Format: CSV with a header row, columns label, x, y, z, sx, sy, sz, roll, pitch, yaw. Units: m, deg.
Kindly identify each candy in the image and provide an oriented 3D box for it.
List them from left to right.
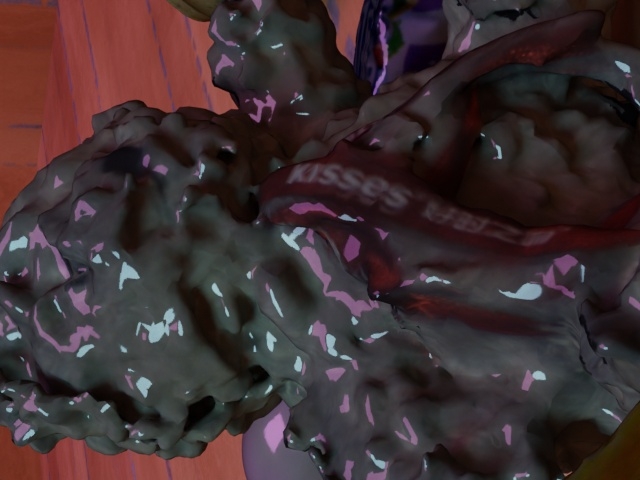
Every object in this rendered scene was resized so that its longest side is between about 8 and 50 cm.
label,x,y,z,sx,sy,sz,roll,pitch,yaw
candy,0.060,-0.130,0.819,0.145,0.070,0.275,-113,28,-64

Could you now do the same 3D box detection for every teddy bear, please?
label,x,y,z,sx,sy,sz,roll,pitch,yaw
teddy bear,0.000,0.000,0.561,0.224,0.367,0.357,77,180,-53

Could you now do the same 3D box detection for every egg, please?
label,x,y,z,sx,sy,sz,roll,pitch,yaw
egg,-0.010,0.158,0.945,0.103,0.103,0.135,-118,33,-52

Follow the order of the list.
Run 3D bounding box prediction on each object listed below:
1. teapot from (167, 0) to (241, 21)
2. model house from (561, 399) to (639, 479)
label,x,y,z,sx,sy,sz,roll,pitch,yaw
teapot,-0.060,-0.292,1.054,0.182,0.173,0.269,-30,26,28
model house,0.147,0.107,0.253,0.268,0.239,0.173,-67,-28,-69
